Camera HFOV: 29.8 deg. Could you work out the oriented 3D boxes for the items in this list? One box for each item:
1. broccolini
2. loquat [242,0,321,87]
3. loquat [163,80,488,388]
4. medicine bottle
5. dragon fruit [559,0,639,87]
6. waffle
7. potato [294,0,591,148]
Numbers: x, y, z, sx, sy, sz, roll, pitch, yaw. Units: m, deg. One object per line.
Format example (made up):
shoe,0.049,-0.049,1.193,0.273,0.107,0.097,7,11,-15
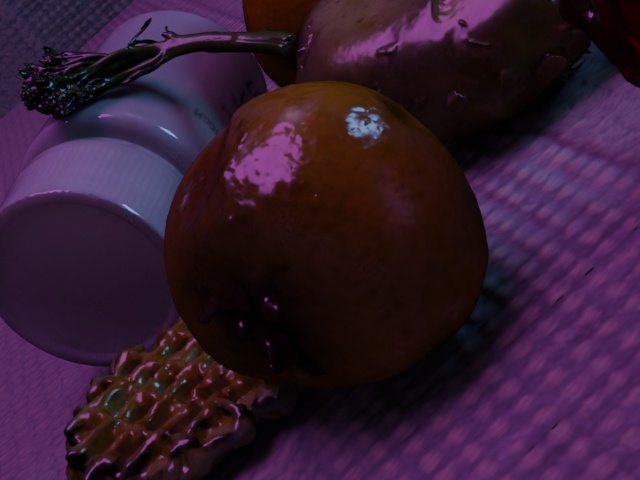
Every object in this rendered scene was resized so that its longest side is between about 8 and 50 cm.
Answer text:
broccolini,-0.154,-0.155,1.072,0.271,0.062,0.123,-5,42,19
loquat,0.018,-0.233,1.188,0.208,0.208,0.208,-35,22,17
loquat,-0.005,-0.001,0.776,0.213,0.213,0.213,-35,22,17
medicine bottle,-0.181,-0.064,1.195,0.211,0.211,0.371,-30,25,26
dragon fruit,0.260,-0.206,0.630,0.301,0.296,0.295,-27,23,3
waffle,-0.102,0.120,0.916,0.204,0.054,0.223,-26,24,8
potato,0.104,-0.158,0.986,0.296,0.141,0.192,-16,36,35
